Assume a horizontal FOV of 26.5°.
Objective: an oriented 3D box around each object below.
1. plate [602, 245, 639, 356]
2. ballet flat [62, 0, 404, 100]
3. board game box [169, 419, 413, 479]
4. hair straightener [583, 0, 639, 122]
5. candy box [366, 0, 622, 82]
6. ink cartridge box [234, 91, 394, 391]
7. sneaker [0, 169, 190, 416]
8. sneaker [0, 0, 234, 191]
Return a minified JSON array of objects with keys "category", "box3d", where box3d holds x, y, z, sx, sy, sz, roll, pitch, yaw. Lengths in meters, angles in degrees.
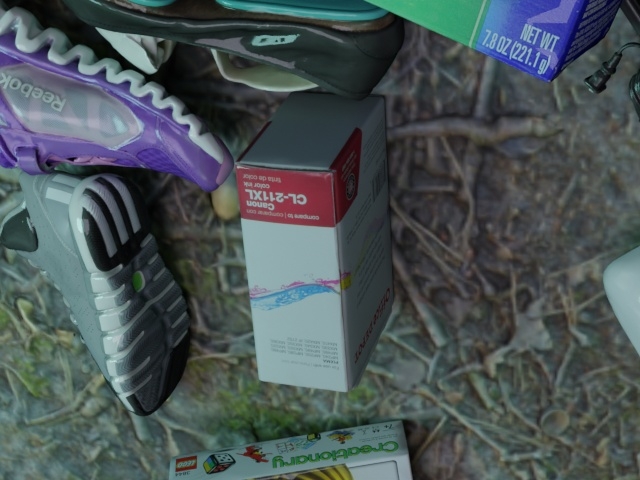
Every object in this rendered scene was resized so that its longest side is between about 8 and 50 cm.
[{"category":"plate","box3d":[0.356,0.078,0.851,0.278,0.045,0.277,-30,82,19]},{"category":"ballet flat","box3d":[-0.083,-0.152,0.924,0.280,0.095,0.096,17,134,8]},{"category":"board game box","box3d":[-0.004,0.302,1.145,0.192,0.053,0.305,-10,117,1]},{"category":"hair straightener","box3d":[0.219,-0.113,0.883,0.089,0.047,0.230,-21,115,27]},{"category":"candy box","box3d":[0.082,-0.289,0.752,0.268,0.122,0.317,27,122,15]},{"category":"ink cartridge box","box3d":[0.000,0.000,0.959,0.072,0.127,0.175,5,120,16]},{"category":"sneaker","box3d":[-0.185,0.031,1.077,0.132,0.086,0.229,18,133,31]},{"category":"sneaker","box3d":[-0.177,-0.085,0.968,0.236,0.095,0.105,28,83,6]}]
